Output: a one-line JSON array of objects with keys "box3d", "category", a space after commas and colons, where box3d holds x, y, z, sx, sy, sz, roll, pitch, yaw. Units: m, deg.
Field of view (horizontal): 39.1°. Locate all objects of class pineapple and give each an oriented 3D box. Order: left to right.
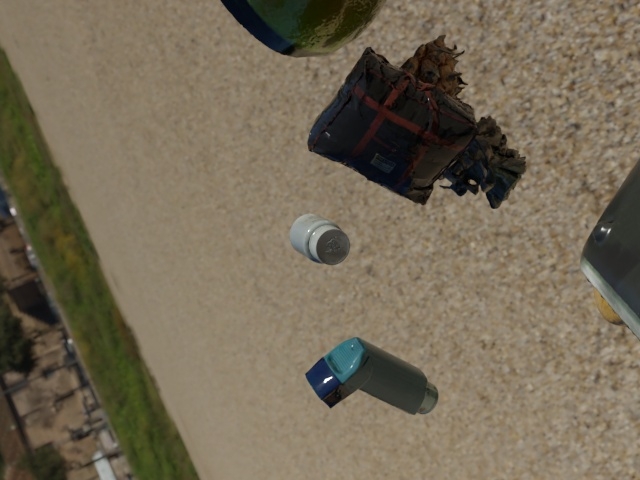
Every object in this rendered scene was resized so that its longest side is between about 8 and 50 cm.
[{"box3d": [0.236, -0.179, 1.565, 0.271, 0.262, 0.262, 40, 159, 10], "category": "pineapple"}]

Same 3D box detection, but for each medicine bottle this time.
[{"box3d": [0.000, 0.000, 1.628, 0.130, 0.080, 0.080, 29, 140, 66], "category": "medicine bottle"}, {"box3d": [0.100, 0.255, 1.600, 0.258, 0.124, 0.079, 28, -167, -37], "category": "medicine bottle"}]

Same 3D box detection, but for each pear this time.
[{"box3d": [0.012, -0.493, 1.379, 0.165, 0.398, 0.399, -5, 110, 48], "category": "pear"}]

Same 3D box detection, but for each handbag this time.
[{"box3d": [0.111, -0.170, 1.344, 0.169, 0.215, 0.155, -58, 13, 28], "category": "handbag"}]

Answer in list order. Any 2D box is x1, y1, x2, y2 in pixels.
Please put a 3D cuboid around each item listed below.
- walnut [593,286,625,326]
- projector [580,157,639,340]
[{"box3d": [0.771, 0.122, 2.281, 0.165, 0.165, 0.197, 137, 122, -74], "category": "walnut"}, {"box3d": [0.529, -0.028, 1.014, 0.242, 0.405, 0.395, 28, -164, -10], "category": "projector"}]
